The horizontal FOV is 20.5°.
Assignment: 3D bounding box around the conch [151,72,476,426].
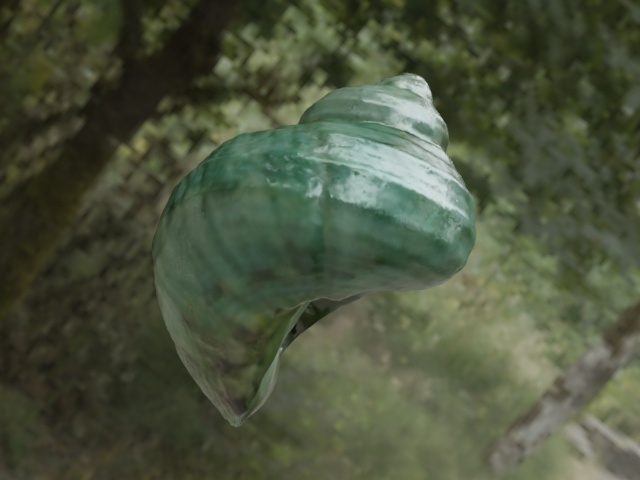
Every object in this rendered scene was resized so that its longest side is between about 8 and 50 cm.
[{"bbox_3d":[-0.004,0.000,0.918,0.122,0.188,0.176,59,2,25],"label":"conch"}]
